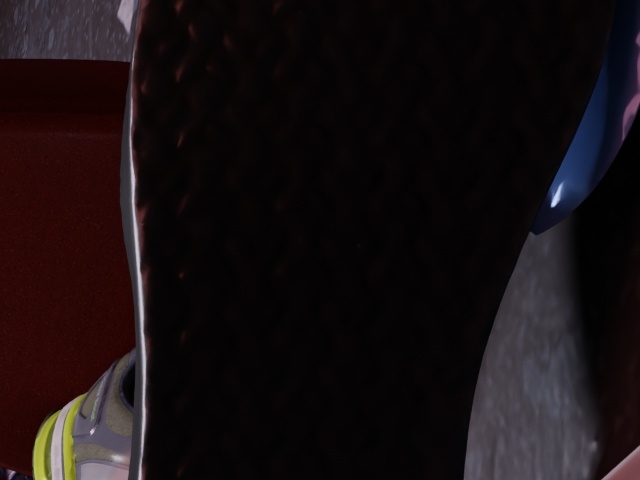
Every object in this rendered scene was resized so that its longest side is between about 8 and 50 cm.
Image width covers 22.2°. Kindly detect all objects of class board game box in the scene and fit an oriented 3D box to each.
[{"bbox_3d":[0.093,-0.083,0.654,0.169,0.033,0.133,46,123,54],"label":"board game box"}]

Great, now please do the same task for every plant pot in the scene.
[{"bbox_3d":[-0.226,0.003,1.118,0.267,0.235,0.267,-145,66,-66],"label":"plant pot"}]

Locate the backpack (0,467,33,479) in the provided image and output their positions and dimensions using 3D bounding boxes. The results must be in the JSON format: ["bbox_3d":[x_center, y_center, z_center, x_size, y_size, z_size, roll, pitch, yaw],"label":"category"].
[{"bbox_3d":[-0.225,0.230,1.169,0.173,0.117,0.158,64,169,-16],"label":"backpack"}]

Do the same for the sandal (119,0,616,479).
[{"bbox_3d":[-0.005,0.012,0.620,0.107,0.167,0.446,-141,62,-78],"label":"sandal"}]

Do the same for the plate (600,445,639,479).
[{"bbox_3d":[0.155,0.073,0.264,0.278,0.045,0.277,-40,23,-8],"label":"plate"}]

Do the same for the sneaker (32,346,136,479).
[{"bbox_3d":[-0.086,0.167,0.895,0.121,0.111,0.300,-55,37,27],"label":"sneaker"}]
